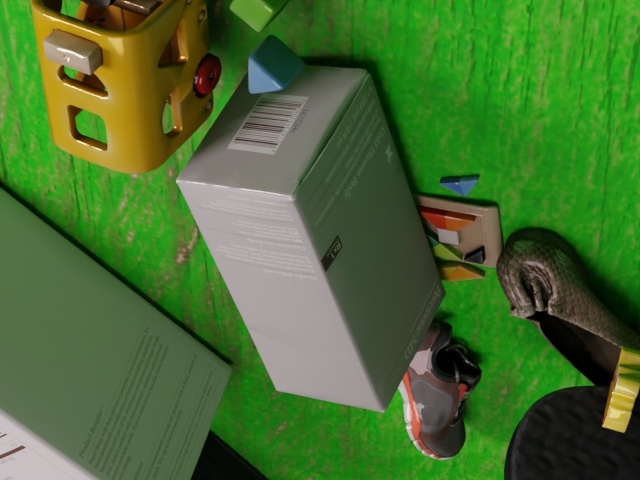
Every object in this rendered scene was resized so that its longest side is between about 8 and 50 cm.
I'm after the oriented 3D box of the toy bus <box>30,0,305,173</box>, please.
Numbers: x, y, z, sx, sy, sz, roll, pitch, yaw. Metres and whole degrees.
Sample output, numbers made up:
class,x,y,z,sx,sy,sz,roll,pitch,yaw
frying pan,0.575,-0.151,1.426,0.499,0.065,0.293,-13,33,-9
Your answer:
class,x,y,z,sx,sy,sz,roll,pitch,yaw
toy bus,-0.133,-0.141,1.158,0.202,0.104,0.191,49,140,-12

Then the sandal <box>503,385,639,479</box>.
class,x,y,z,sx,sy,sz,roll,pitch,yaw
sandal,0.357,0.195,1.331,0.445,0.168,0.107,11,159,3

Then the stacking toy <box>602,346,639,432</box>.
class,x,y,z,sx,sy,sz,roll,pitch,yaw
stacking toy,0.298,0.055,1.228,0.167,0.052,0.221,15,120,7

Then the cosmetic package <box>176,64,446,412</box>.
class,x,y,z,sx,sy,sz,roll,pitch,yaw
cosmetic package,0.000,0.000,1.278,0.107,0.127,0.238,8,143,31

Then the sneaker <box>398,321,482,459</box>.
class,x,y,z,sx,sy,sz,roll,pitch,yaw
sneaker,0.101,0.123,1.451,0.064,0.061,0.158,-5,137,20

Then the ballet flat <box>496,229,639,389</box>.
class,x,y,z,sx,sy,sz,roll,pitch,yaw
ballet flat,0.215,0.087,1.351,0.084,0.058,0.250,-19,129,41

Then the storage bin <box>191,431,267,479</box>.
class,x,y,z,sx,sy,sz,roll,pitch,yaw
storage bin,-0.111,0.264,1.671,0.084,0.122,0.180,-18,129,40

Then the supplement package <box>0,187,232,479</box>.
class,x,y,z,sx,sy,sz,roll,pitch,yaw
supplement package,-0.254,0.114,1.502,0.293,0.178,0.175,41,139,-25

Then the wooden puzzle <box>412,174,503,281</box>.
class,x,y,z,sx,sy,sz,roll,pitch,yaw
wooden puzzle,0.097,-0.005,1.328,0.078,0.014,0.116,2,139,22
